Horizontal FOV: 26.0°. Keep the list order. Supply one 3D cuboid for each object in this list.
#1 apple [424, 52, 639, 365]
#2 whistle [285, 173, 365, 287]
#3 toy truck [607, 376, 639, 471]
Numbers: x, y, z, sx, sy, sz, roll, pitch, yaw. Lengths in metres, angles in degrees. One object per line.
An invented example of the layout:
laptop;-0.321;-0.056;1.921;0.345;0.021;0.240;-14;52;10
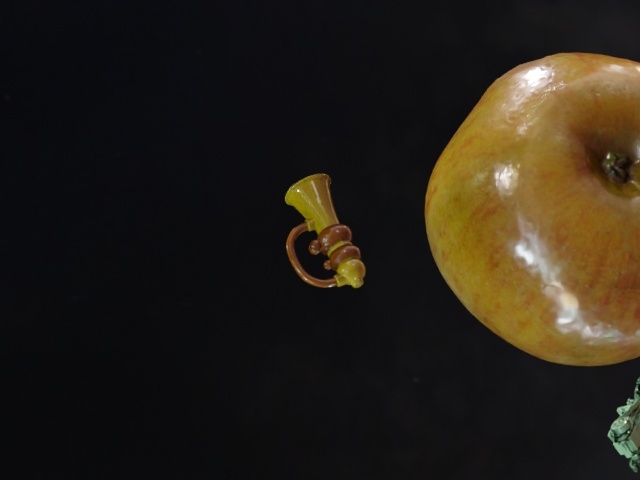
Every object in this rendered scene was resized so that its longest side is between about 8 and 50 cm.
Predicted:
apple;0.331;-0.048;1.739;0.333;0.400;0.400;86;-152;-54
whistle;0.002;-0.004;1.223;0.057;0.046;0.109;5;-129;-41
toy truck;0.460;0.269;2.035;0.080;0.078;0.154;53;-136;-9
